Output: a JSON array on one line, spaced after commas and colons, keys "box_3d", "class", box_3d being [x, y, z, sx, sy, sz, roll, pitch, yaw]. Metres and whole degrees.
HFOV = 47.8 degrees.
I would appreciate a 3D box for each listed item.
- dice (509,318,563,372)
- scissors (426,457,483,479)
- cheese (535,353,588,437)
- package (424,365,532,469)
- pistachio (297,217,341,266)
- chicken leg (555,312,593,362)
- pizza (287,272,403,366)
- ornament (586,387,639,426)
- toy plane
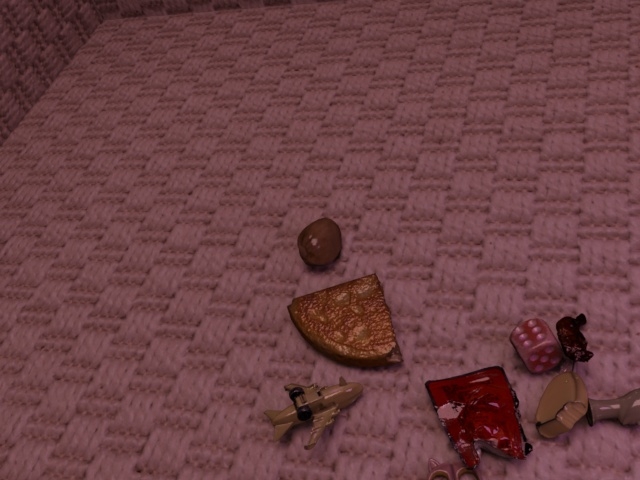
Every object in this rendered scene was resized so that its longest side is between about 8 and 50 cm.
[{"box_3d": [0.501, 0.245, 1.679, 0.094, 0.091, 0.093, -29, 33, 6], "class": "dice"}, {"box_3d": [0.289, 0.590, 1.482, 0.160, 0.024, 0.317, -9, 45, 8], "class": "scissors"}, {"box_3d": [0.548, 0.319, 1.612, 0.050, 0.127, 0.255, 39, 46, -8], "class": "cheese"}, {"box_3d": [0.356, 0.391, 1.620, 0.194, 0.071, 0.269, -4, 41, -5], "class": "package"}, {"box_3d": [0.000, 0.000, 2.087, 0.126, 0.108, 0.185, 19, 45, 4], "class": "pistachio"}, {"box_3d": [0.582, 0.218, 1.664, 0.089, 0.048, 0.219, 36, 26, -3], "class": "chicken leg"}, {"box_3d": [0.057, 0.232, 1.859, 0.269, 0.087, 0.257, -15, 49, 5], "class": "pizza"}, {"box_3d": [0.654, 0.361, 1.546, 0.156, 0.074, 0.081, -8, 52, 8], "class": "ornament"}, {"box_3d": [-0.013, 0.393, 1.725, 0.244, 0.092, 0.229, -27, 31, -4], "class": "toy plane"}]
